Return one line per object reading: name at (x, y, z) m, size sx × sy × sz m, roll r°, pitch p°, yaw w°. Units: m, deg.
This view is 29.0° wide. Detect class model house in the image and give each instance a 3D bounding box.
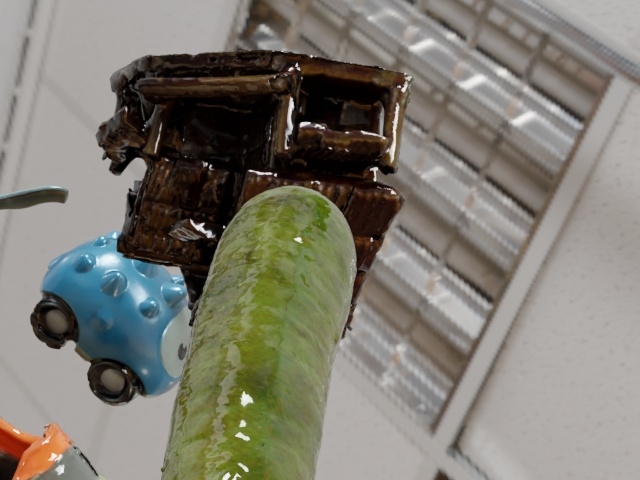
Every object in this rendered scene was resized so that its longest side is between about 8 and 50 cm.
model house at (-0.089, -0.043, 1.316) m, size 0.297 × 0.317 × 0.283 m, roll 149°, pitch -50°, yaw -77°

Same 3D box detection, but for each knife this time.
knife at (-0.401, -0.039, 1.466) m, size 0.028 × 0.210 × 0.015 m, roll 81°, pitch 0°, yaw -47°

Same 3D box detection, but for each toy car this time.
toy car at (-0.277, 0.100, 1.783) m, size 0.255 × 0.188 × 0.190 m, roll 48°, pitch -62°, yaw -2°

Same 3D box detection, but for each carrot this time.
carrot at (-0.031, 0.090, 0.516) m, size 0.074 × 0.359 × 0.074 m, roll 3°, pitch -56°, yaw 4°

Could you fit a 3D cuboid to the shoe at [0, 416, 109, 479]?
shoe at (-0.390, 0.263, 1.357) m, size 0.336 × 0.132 × 0.171 m, roll -12°, pitch -70°, yaw 29°
